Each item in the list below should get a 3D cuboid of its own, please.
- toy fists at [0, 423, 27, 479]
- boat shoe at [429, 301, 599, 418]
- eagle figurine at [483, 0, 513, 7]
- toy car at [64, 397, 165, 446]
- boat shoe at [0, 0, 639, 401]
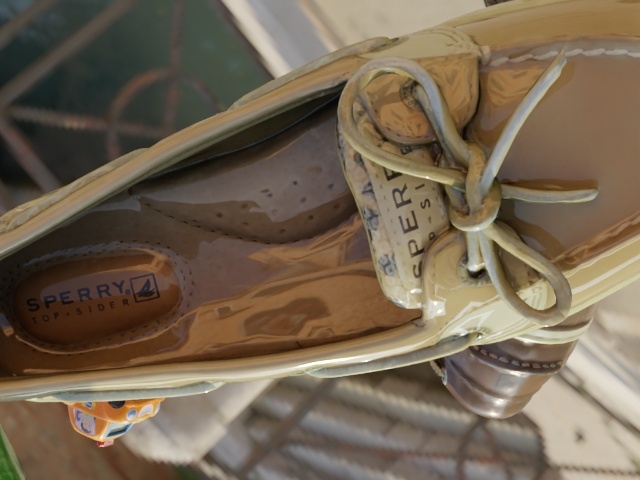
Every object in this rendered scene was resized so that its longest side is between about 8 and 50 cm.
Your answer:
[{"bbox_3d":[-0.212,0.164,0.702,0.279,0.096,0.142,-40,61,34],"label":"toy fists"},{"bbox_3d":[0.070,-0.008,0.868,0.095,0.257,0.095,11,120,-9],"label":"boat shoe"},{"bbox_3d":[0.313,-0.156,1.636,0.225,0.226,0.298,0,124,54],"label":"eagle figurine"},{"bbox_3d":[-0.108,0.087,0.968,0.060,0.040,0.122,12,-171,11],"label":"toy car"},{"bbox_3d":[0.000,0.000,0.534,0.104,0.285,0.089,69,-159,-2],"label":"boat shoe"}]
